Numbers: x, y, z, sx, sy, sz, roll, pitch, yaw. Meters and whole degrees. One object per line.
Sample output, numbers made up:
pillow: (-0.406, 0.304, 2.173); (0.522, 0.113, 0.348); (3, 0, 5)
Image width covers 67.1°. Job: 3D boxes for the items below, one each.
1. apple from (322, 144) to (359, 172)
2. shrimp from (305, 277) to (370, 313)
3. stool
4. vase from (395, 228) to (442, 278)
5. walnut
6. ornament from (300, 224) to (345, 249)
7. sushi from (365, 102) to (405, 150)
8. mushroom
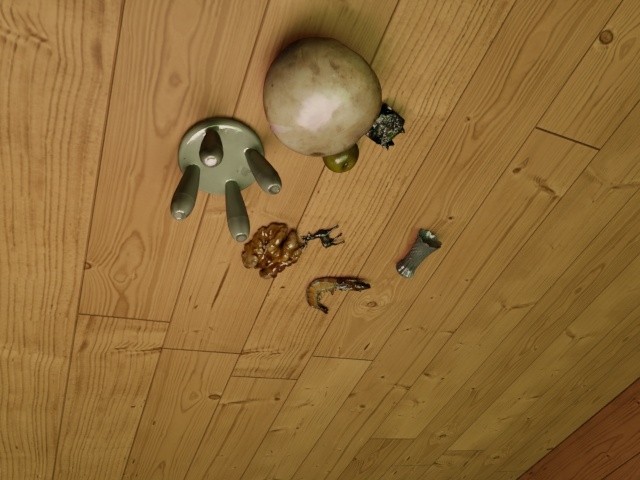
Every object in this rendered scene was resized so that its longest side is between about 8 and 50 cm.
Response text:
apple: (0.049, -0.202, 1.141); (0.090, 0.074, 0.089); (-21, 151, -12)
shrimp: (0.050, 0.172, 1.481); (0.195, 0.035, 0.147); (2, 127, -8)
stool: (-0.208, -0.133, 1.044); (0.195, 0.198, 0.195); (21, 123, -31)
vase: (0.281, 0.046, 1.419); (0.081, 0.081, 0.148); (14, 129, -25)
walnut: (-0.129, 0.037, 1.292); (0.143, 0.069, 0.170); (35, 114, -21)
ornament: (0.000, 0.000, 1.329); (0.125, 0.028, 0.073); (-22, 131, 1)
sushi: (0.151, -0.266, 1.129); (0.085, 0.056, 0.083); (29, 110, -32)
mushroom: (0.002, -0.283, 0.985); (0.255, 0.184, 0.254); (-10, 134, -10)
